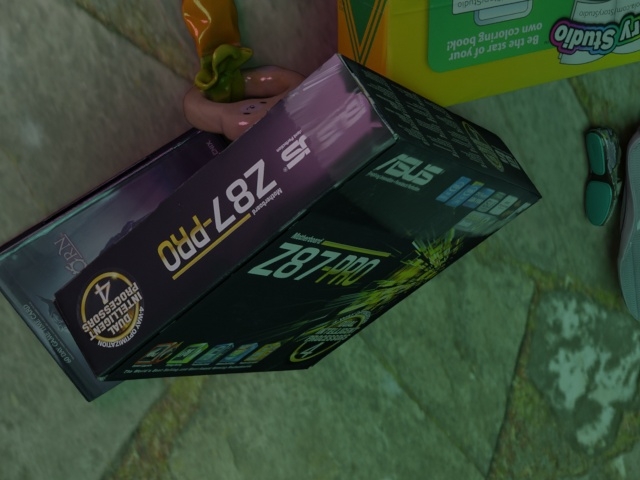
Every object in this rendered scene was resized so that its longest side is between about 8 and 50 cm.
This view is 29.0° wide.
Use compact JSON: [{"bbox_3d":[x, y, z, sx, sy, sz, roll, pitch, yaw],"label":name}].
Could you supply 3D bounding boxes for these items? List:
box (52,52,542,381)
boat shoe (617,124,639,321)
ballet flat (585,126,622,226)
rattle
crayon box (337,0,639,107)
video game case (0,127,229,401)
[{"bbox_3d":[0.000,0.000,1.114,0.318,0.097,0.395,-40,160,17],"label":"box"},{"bbox_3d":[0.372,-0.023,1.360,0.083,0.076,0.226,4,114,14],"label":"boat shoe"},{"bbox_3d":[0.313,-0.071,1.351,0.041,0.041,0.114,-10,115,-8],"label":"ballet flat"},{"bbox_3d":[-0.059,-0.157,1.137,0.130,0.200,0.143,4,111,-15],"label":"rattle"},{"bbox_3d":[0.191,-0.301,1.125,0.362,0.106,0.313,-15,123,-24],"label":"crayon box"},{"bbox_3d":[-0.179,0.025,1.284,0.274,0.026,0.196,-32,115,1],"label":"video game case"}]
